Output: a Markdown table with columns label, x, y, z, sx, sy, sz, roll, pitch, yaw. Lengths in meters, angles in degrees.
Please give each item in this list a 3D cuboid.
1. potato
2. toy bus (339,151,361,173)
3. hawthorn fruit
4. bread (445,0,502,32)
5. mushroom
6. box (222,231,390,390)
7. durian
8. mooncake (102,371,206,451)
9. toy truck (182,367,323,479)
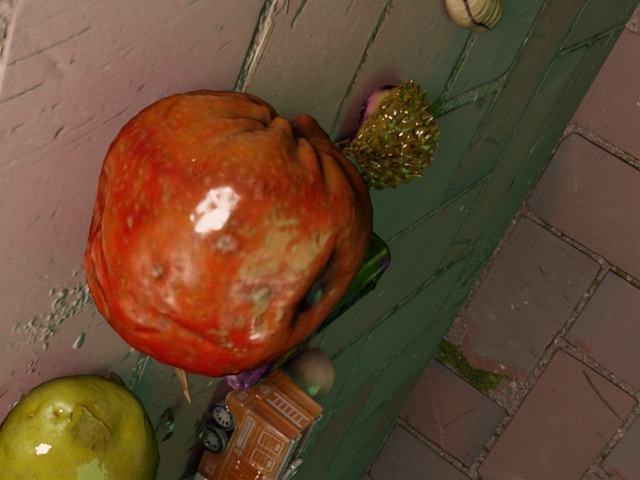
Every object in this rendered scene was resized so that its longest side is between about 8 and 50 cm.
| label | x | y | z | sx | sy | sz | roll | pitch | yaw |
| --- | --- | --- | --- | --- | --- | --- | --- | --- | --- |
| potato | -0.256 | 0.248 | 0.965 | 0.186 | 0.148 | 0.253 | -27 | 147 | -17 |
| toy bus | -0.066 | -0.006 | 1.087 | 0.268 | 0.106 | 0.092 | -52 | 163 | -1 |
| hawthorn fruit | -0.087 | -0.009 | 0.813 | 0.262 | 0.258 | 0.258 | -31 | 171 | 21 |
| bread | 0.228 | -0.340 | 1.336 | 0.073 | 0.053 | 0.214 | -55 | 164 | 14 |
| mushroom | -0.036 | 0.262 | 1.700 | 0.212 | 0.088 | 0.097 | -8 | 122 | -59 |
| box | -0.023 | 0.094 | 1.409 | 0.345 | 0.097 | 0.134 | -34 | 162 | -49 |
| durian | 0.104 | -0.149 | 1.249 | 0.186 | 0.119 | 0.108 | -48 | 165 | -18 |
| mooncake | -0.229 | 0.226 | 1.194 | 0.150 | 0.057 | 0.347 | -45 | 158 | 11 |
| toy truck | -0.115 | 0.365 | 1.551 | 0.136 | 0.162 | 0.305 | -34 | 153 | -51 |
